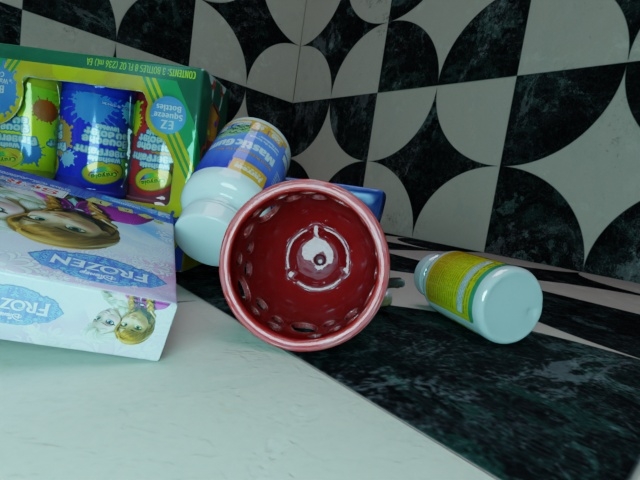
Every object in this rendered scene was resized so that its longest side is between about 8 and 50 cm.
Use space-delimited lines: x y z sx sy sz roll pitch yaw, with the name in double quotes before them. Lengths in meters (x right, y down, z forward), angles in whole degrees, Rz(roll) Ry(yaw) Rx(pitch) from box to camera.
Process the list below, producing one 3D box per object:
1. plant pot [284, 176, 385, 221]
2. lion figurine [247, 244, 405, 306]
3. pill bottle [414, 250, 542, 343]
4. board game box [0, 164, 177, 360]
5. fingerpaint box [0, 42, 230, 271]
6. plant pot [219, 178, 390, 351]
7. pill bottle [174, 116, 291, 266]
"plant pot" 0.027 -0.030 0.978 0.236 0.212 0.236 9 7 9
"lion figurine" -0.044 0.025 0.732 0.240 0.142 0.392 -8 17 -20
"pill bottle" 0.246 0.081 0.670 0.118 0.117 0.208 6 6 -17
"board game box" -0.328 -0.006 0.441 0.319 0.065 0.318 17 12 -26
"fingerpaint box" -0.438 -0.158 0.795 0.445 0.371 0.163 9 6 4
"plant pot" -0.011 0.025 0.514 0.191 0.191 0.174 9 3 5
"pill bottle" -0.151 -0.090 0.709 0.152 0.152 0.272 9 44 3
